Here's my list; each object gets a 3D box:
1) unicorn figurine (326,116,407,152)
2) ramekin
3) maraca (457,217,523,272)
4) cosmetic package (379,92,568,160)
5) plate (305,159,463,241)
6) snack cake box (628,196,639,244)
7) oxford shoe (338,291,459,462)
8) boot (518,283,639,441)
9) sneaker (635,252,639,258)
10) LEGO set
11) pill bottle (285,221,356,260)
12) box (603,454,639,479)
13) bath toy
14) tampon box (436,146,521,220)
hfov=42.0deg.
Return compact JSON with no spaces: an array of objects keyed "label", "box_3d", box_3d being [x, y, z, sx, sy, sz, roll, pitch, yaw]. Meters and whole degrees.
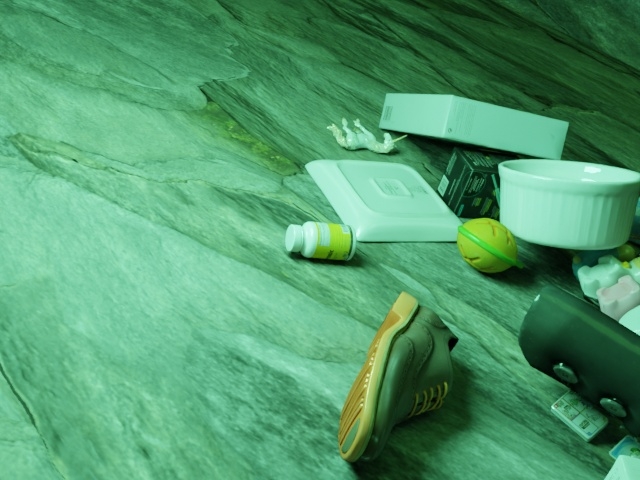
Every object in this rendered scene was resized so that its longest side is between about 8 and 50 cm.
[{"label":"unicorn figurine","box_3d":[0.098,-0.237,1.920,0.162,0.060,0.111,-19,55,-26]},{"label":"ramekin","box_3d":[0.484,-0.074,1.641,0.277,0.135,0.277,3,13,-1]},{"label":"maraca","box_3d":[0.329,0.013,1.612,0.127,0.099,0.185,41,12,31]},{"label":"cosmetic package","box_3d":[0.335,-0.263,1.902,0.284,0.097,0.377,11,7,-19]},{"label":"plate","box_3d":[0.141,-0.093,1.722,0.278,0.045,0.277,1,35,-28]},{"label":"snack cake box","box_3d":[0.842,-0.019,1.896,0.264,0.089,0.152,24,29,30]},{"label":"oxford shoe","box_3d":[0.124,0.197,1.184,0.132,0.130,0.364,29,32,4]},{"label":"boot","box_3d":[0.478,0.186,1.114,0.146,0.367,0.445,-39,58,-19]},{"label":"sneaker","box_3d":[0.690,0.074,1.682,0.107,0.118,0.279,18,31,-1]},{"label":"LEGO set","box_3d":[0.509,0.297,1.296,0.182,0.060,0.244,-33,54,-24]},{"label":"pill bottle","box_3d":[0.000,0.000,1.478,0.116,0.065,0.065,5,34,-21]},{"label":"box","box_3d":[0.411,0.377,0.996,0.182,0.181,0.119,16,30,-7]},{"label":"bath toy","box_3d":[0.577,0.121,1.528,0.129,0.151,0.348,59,14,-21]},{"label":"tampon box","box_3d":[0.356,-0.120,1.804,0.161,0.120,0.101,6,34,-22]}]
